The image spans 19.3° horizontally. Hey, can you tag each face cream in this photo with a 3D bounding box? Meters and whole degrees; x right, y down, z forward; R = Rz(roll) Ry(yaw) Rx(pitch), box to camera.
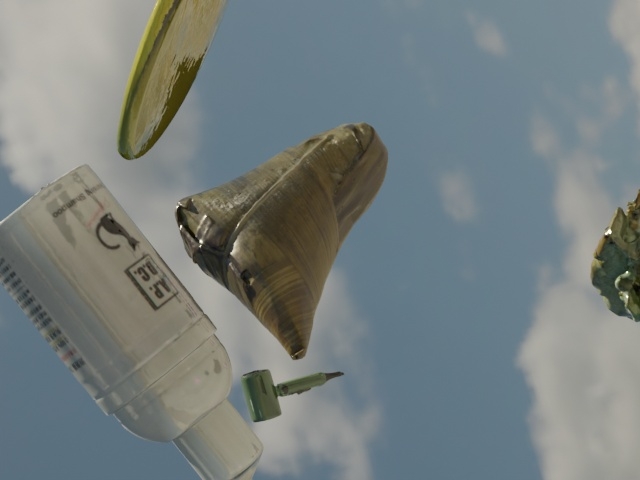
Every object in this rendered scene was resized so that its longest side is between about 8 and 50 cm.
[{"bbox_3d":[-0.174,0.108,1.880,0.369,0.145,0.145,51,-155,-2],"label":"face cream"}]

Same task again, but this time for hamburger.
[{"bbox_3d":[0.417,-0.001,2.014,0.288,0.168,0.192,-43,-20,-26],"label":"hamburger"}]

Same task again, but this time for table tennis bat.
[{"bbox_3d":[-0.101,-0.203,1.452,0.368,0.054,0.224,110,-175,-58],"label":"table tennis bat"}]

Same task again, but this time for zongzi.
[{"bbox_3d":[0.000,0.000,2.304,0.288,0.286,0.134,47,164,42],"label":"zongzi"}]

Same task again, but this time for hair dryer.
[{"bbox_3d":[-0.037,0.210,2.725,0.047,0.150,0.071,177,78,-79],"label":"hair dryer"}]
